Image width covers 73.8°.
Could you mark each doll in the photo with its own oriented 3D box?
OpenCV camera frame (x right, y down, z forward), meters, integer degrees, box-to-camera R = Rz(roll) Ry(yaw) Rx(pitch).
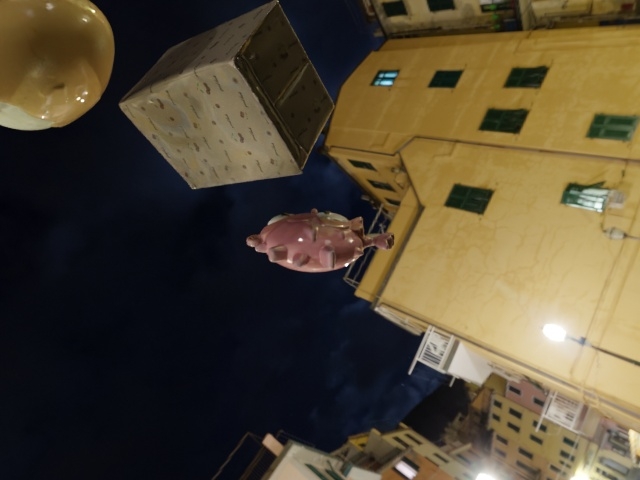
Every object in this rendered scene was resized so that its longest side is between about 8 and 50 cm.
[{"bbox_3d":[0.000,0.000,0.760,0.211,0.261,0.093,-69,-21,-65],"label":"doll"}]

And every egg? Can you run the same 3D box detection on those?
[{"bbox_3d":[-0.432,-0.277,0.642,0.244,0.201,0.201,-34,-48,-3],"label":"egg"}]

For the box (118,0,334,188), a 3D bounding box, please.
[{"bbox_3d":[-0.167,-0.251,0.790,0.225,0.297,0.190,54,-133,-40],"label":"box"}]
